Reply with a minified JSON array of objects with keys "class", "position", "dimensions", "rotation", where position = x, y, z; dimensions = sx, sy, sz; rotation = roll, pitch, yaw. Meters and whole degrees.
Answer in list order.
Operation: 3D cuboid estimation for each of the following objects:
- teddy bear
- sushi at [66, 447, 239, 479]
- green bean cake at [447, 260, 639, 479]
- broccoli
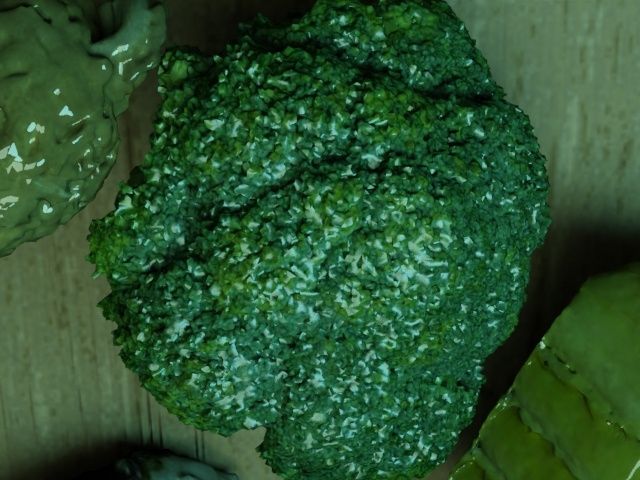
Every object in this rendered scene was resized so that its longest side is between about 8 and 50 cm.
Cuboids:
[{"class":"teddy bear","position":[-0.203,-0.091,0.931],"dimensions":[0.267,0.256,0.156],"rotation":[-51,147,-6]},{"class":"sushi","position":[-0.082,0.285,1.191],"dimensions":[0.182,0.196,0.343],"rotation":[-19,115,28]},{"class":"green bean cake","position":[0.195,0.132,1.095],"dimensions":[0.233,0.124,0.236],"rotation":[4,126,-45]},{"class":"broccoli","position":[0.000,0.000,0.998],"dimensions":[0.269,0.241,0.261],"rotation":[-8,105,-26]}]
